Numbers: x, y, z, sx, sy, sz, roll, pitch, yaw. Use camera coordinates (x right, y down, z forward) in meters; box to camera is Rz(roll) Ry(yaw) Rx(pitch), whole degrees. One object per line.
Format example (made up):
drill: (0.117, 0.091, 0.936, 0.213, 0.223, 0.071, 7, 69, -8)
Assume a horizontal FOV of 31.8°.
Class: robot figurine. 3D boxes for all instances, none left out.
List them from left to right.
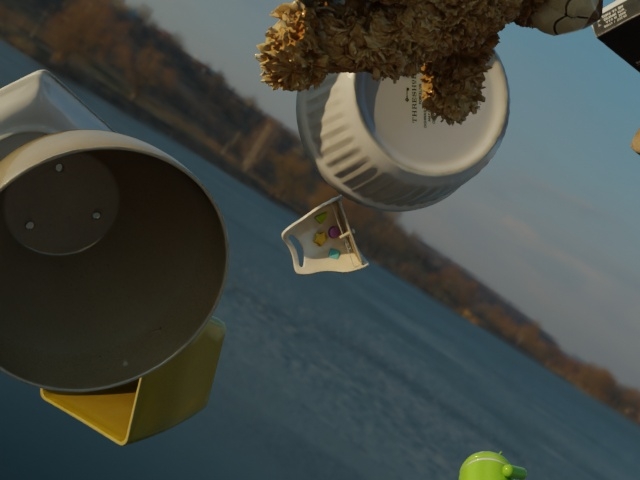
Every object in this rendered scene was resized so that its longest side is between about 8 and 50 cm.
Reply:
robot figurine: (0.194, 0.295, 1.314, 0.067, 0.101, 0.115, 47, 27, -18)

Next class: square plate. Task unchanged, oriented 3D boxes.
square plate: (-0.445, -0.078, 1.631, 0.344, 0.347, 0.049, 46, 23, -58)

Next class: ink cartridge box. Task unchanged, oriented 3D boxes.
ink cartridge box: (0.495, -0.291, 1.480, 0.208, 0.206, 0.045, 19, 53, -45)

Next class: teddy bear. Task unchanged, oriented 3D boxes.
teddy bear: (0.105, -0.204, 0.917, 0.337, 0.245, 0.113, 4, 29, -30)

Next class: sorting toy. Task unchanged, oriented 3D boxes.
sorting toy: (0.000, 0.000, 1.196, 0.045, 0.075, 0.083, -148, -143, -71)

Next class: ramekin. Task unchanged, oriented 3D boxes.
ramekin: (0.088, -0.136, 1.110, 0.207, 0.207, 0.109, 32, -15, -13)

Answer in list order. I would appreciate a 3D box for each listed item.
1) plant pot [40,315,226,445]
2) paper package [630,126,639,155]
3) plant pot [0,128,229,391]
plant pot: (-0.267, 0.169, 1.703, 0.212, 0.212, 0.187, 20, 8, 39)
paper package: (0.665, -0.117, 1.583, 0.309, 0.168, 0.325, 25, 2, -26)
plant pot: (-0.263, -0.006, 1.226, 0.284, 0.284, 0.191, 32, 10, -34)
